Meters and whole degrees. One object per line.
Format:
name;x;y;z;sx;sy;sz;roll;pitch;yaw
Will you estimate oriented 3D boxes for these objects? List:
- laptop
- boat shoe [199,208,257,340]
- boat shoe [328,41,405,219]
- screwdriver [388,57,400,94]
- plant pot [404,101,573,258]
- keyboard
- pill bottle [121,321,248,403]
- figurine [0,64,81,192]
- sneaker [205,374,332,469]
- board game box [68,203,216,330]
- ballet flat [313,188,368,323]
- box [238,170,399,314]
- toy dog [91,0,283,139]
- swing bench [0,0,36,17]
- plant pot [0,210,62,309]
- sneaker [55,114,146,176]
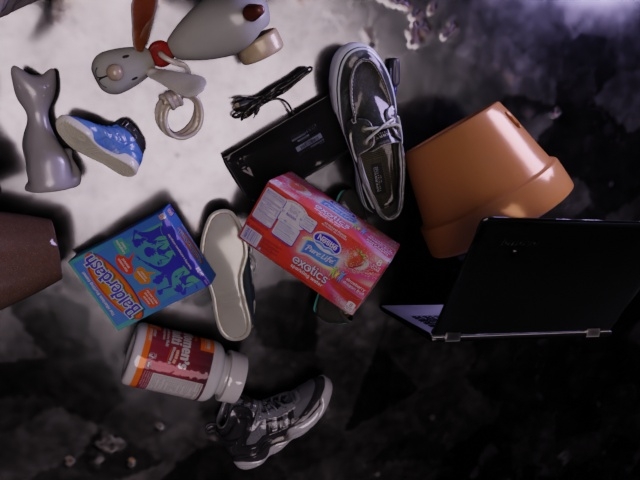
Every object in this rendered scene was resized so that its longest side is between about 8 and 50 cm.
laptop;0.368;0.063;1.156;0.382;0.408;0.236;1;95;-15
boat shoe;-0.169;0.062;1.162;0.095;0.079;0.254;-10;101;5
boat shoe;0.108;-0.195;1.115;0.121;0.119;0.335;-22;117;-9
screwdriver;0.141;-0.270;1.182;0.025;0.024;0.170;8;114;13
plant pot;0.292;-0.124;1.140;0.291;0.291;0.203;-31;96;-4
keyboard;-0.042;-0.221;1.139;0.317;0.033;0.201;-32;118;-5
pill bottle;-0.261;0.243;1.171;0.221;0.121;0.121;18;101;-19
figurine;-0.511;-0.175;0.969;0.215;0.092;0.209;-16;108;-42
sneaker;-0.110;0.349;1.253;0.268;0.101;0.153;-40;115;2
board game box;-0.323;0.052;1.100;0.210;0.047;0.160;-27;107;13
ballet flat;0.062;0.040;1.207;0.095;0.096;0.280;-20;125;-56
box;0.000;0.000;1.102;0.257;0.122;0.128;34;113;6
toy dog;-0.204;-0.326;0.992;0.334;0.161;0.220;-46;112;2
swing bench;-0.476;-0.447;0.813;0.165;0.253;0.254;-39;113;26
plant pot;-0.560;0.035;1.001;0.230;0.215;0.215;-11;110;-28
sneaker;-0.370;-0.182;1.034;0.152;0.084;0.058;33;139;-28
